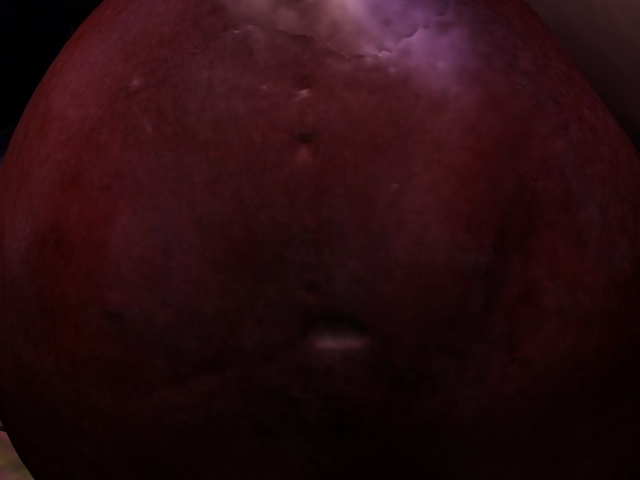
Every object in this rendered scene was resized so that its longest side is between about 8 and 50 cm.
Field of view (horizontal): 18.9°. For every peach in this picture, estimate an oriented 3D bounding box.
[{"bbox_3d":[0.000,0.000,0.411,0.152,0.152,0.152,-3,20,1],"label":"peach"}]

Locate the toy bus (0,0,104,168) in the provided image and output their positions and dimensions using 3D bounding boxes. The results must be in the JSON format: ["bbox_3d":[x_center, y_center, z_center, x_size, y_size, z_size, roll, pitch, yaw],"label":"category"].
[{"bbox_3d":[-0.139,-0.121,0.493,0.151,0.331,0.145,6,21,33],"label":"toy bus"}]

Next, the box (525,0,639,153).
[{"bbox_3d":[0.227,-0.044,0.432,0.349,0.141,0.288,5,17,-21],"label":"box"}]
